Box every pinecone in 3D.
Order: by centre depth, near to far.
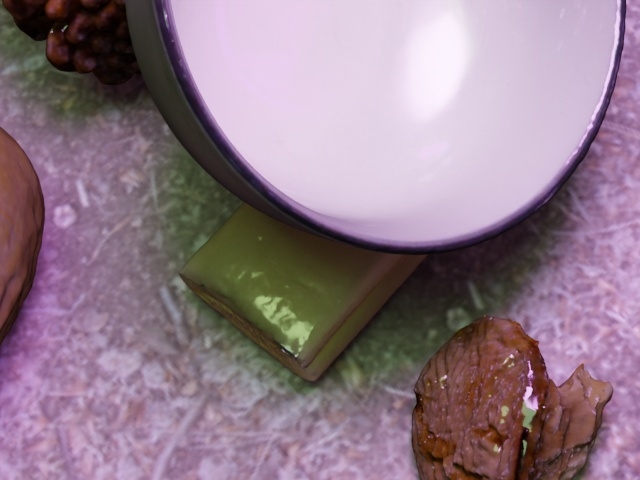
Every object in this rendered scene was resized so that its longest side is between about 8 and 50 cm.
[{"bbox_3d":[-0.159,-0.246,1.240,0.224,0.224,0.272,-30,58,-7],"label":"pinecone"}]

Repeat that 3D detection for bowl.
[{"bbox_3d":[0.015,-0.164,1.101,0.353,0.185,0.354,1,88,-28],"label":"bowl"}]

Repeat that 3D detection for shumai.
[{"bbox_3d":[0.126,0.134,1.108,0.123,0.105,0.139,-19,41,47],"label":"shumai"}]

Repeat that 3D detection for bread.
[{"bbox_3d":[0.000,0.000,1.189,0.139,0.060,0.178,35,73,21],"label":"bread"}]

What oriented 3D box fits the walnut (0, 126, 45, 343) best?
[{"bbox_3d":[-0.322,0.011,1.132,0.227,0.283,0.283,-19,54,46],"label":"walnut"}]
